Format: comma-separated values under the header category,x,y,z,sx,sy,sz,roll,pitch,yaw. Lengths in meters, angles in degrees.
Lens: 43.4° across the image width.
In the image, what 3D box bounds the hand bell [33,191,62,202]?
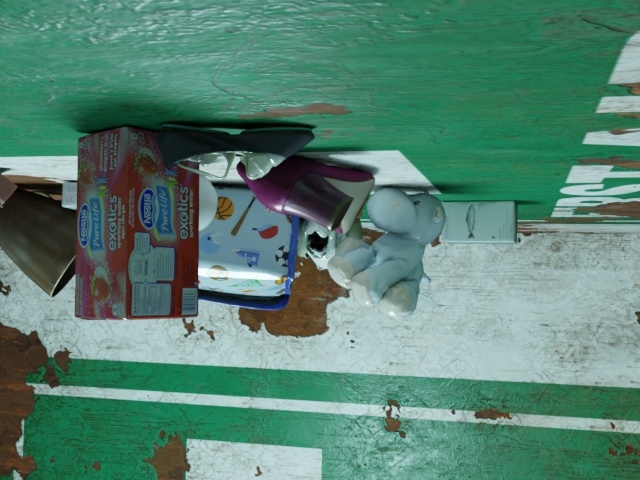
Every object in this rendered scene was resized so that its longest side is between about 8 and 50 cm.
category,x,y,z,sx,sy,sz,roll,pitch,yaw
hand bell,-0.646,-0.078,2.102,0.126,0.126,0.242,0,-171,24

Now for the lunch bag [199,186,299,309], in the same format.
category,x,y,z,sx,sy,sz,roll,pitch,yaw
lunch bag,-0.214,0.027,1.865,0.328,0.239,0.385,7,168,-4

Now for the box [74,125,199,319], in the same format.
category,x,y,z,sx,sy,sz,roll,pitch,yaw
box,-0.254,-0.019,1.116,0.122,0.257,0.128,-3,175,40

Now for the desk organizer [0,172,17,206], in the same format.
category,x,y,z,sx,sy,sz,roll,pitch,yaw
desk organizer,-0.645,-0.111,1.577,0.130,0.050,0.047,22,161,50

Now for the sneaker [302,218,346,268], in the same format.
category,x,y,z,sx,sy,sz,roll,pitch,yaw
sneaker,0.000,0.000,1.861,0.110,0.118,0.292,7,151,8

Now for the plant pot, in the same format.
category,x,y,z,sx,sy,sz,roll,pitch,yaw
plant pot,-0.660,-0.019,1.883,0.230,0.215,0.215,35,173,-6

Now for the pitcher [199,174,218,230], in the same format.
category,x,y,z,sx,sy,sz,roll,pitch,yaw
pitcher,-0.294,-0.089,1.368,0.207,0.125,0.178,17,-172,-42

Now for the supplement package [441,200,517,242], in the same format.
category,x,y,z,sx,sy,sz,roll,pitch,yaw
supplement package,0.402,-0.044,2.029,0.179,0.105,0.105,0,178,18

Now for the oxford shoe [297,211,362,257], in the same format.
category,x,y,z,sx,sy,sz,roll,pitch,yaw
oxford shoe,-0.080,-0.025,2.051,0.397,0.146,0.140,1,-170,29

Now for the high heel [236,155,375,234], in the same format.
category,x,y,z,sx,sy,sz,roll,pitch,yaw
high heel,-0.014,-0.100,1.407,0.181,0.127,0.377,30,-174,7

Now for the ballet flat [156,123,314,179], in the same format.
category,x,y,z,sx,sy,sz,roll,pitch,yaw
ballet flat,-0.109,-0.113,1.039,0.203,0.074,0.074,1,178,-2

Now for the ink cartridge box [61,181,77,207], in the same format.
category,x,y,z,sx,sy,sz,roll,pitch,yaw
ink cartridge box,-0.458,-0.091,1.871,0.186,0.065,0.311,1,175,2

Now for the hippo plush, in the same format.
category,x,y,z,sx,sy,sz,roll,pitch,yaw
hippo plush,0.182,0.017,1.725,0.294,0.236,0.234,17,-155,-17
